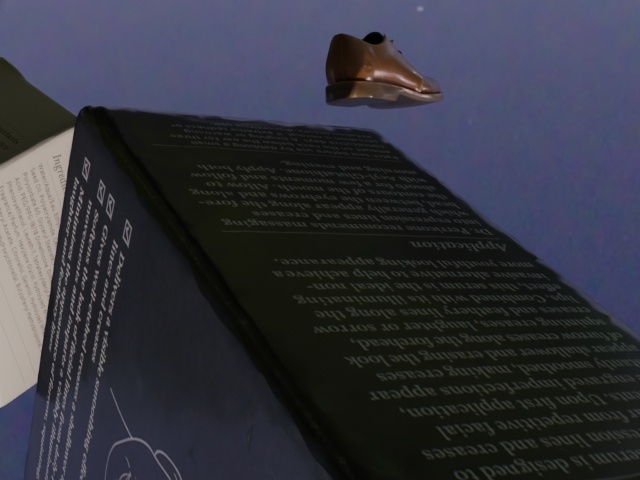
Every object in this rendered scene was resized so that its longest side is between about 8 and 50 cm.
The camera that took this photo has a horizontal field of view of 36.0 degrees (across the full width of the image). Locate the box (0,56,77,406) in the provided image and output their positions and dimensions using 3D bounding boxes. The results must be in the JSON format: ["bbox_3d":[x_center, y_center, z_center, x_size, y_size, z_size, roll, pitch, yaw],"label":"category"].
[{"bbox_3d":[-0.236,-0.021,0.661,0.119,0.182,0.181,-35,-128,-29],"label":"box"}]

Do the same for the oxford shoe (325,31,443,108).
[{"bbox_3d":[0.072,-0.172,1.006,0.076,0.076,0.212,-5,180,27],"label":"oxford shoe"}]

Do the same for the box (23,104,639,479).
[{"bbox_3d":[-0.001,0.137,0.521,0.211,0.294,0.395,1,-153,-29],"label":"box"}]
